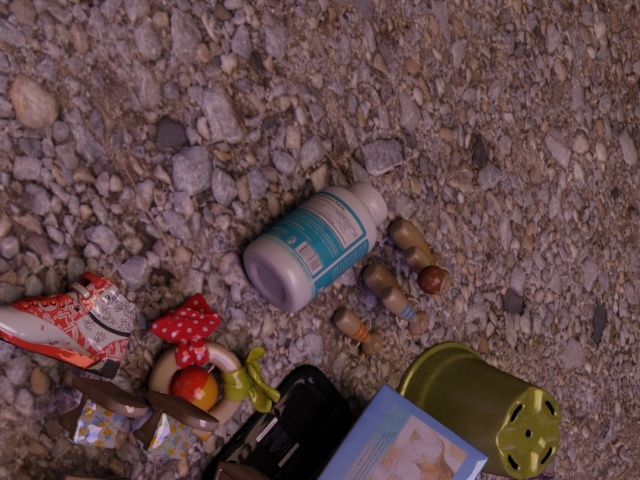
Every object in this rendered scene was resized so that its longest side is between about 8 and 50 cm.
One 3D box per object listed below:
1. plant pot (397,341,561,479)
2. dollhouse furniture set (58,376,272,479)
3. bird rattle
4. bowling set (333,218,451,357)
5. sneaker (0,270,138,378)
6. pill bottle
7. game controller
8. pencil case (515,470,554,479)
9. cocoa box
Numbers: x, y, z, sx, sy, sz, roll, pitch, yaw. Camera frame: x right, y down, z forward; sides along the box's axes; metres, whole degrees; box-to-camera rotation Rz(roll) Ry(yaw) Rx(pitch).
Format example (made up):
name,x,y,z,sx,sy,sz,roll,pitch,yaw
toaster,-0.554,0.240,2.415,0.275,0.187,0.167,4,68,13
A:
name,x,y,z,sx,sy,sz,roll,pitch,yaw
plant pot,0.333,0.361,1.863,0.276,0.254,0.276,-4,96,-35
dollhouse furniture set,-0.213,0.441,1.394,0.394,0.256,0.362,20,88,-40
bird rattle,-0.197,0.226,1.550,0.253,0.143,0.207,39,88,-29
bowling set,0.180,0.110,1.771,0.154,0.200,0.287,43,74,-32
sneaker,-0.404,0.104,1.406,0.270,0.090,0.145,29,76,-38
pill bottle,0.000,0.000,1.653,0.264,0.146,0.146,-38,115,-27
game controller,-0.074,0.383,1.698,0.166,0.067,0.319,49,65,-13
pencil case,0.490,0.632,2.112,0.088,0.086,0.206,-16,106,-62
cocoa box,0.103,0.468,1.648,0.231,0.228,0.347,34,78,9
